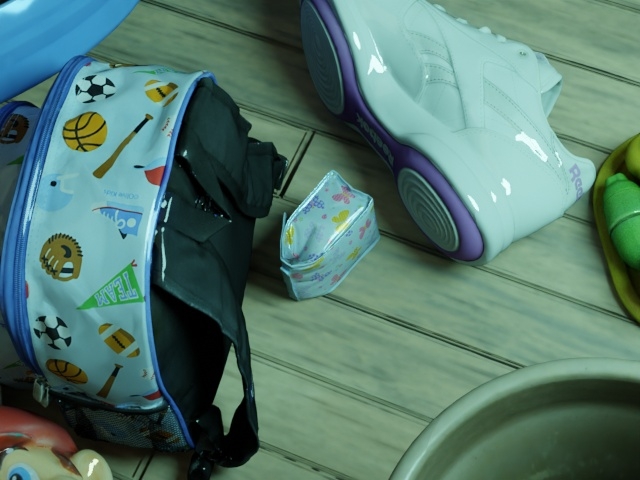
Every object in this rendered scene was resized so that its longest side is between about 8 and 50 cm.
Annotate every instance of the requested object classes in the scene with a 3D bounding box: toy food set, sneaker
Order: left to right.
[{"bbox_3d":[0.089,-0.121,1.331,0.152,0.114,0.305,-25,67,-18],"label":"sneaker"},{"bbox_3d":[0.271,-0.001,1.249,0.128,0.071,0.218,-14,64,3],"label":"toy food set"}]

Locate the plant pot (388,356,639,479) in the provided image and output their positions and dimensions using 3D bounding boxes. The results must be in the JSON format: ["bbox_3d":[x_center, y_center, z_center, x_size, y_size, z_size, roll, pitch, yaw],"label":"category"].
[{"bbox_3d":[0.170,0.231,1.069,0.263,0.229,0.263,-3,65,7],"label":"plant pot"}]

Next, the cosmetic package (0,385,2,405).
[{"bbox_3d":[-0.293,0.044,1.300,0.098,0.060,0.239,-2,68,-15],"label":"cosmetic package"}]

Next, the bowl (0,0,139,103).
[{"bbox_3d":[-0.309,-0.195,1.326,0.391,0.077,0.391,-12,34,8],"label":"bowl"}]

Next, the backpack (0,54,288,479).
[{"bbox_3d":[-0.136,-0.002,1.201,0.213,0.263,0.277,5,66,1],"label":"backpack"}]

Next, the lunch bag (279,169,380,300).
[{"bbox_3d":[0.000,0.000,1.293,0.053,0.071,0.083,35,76,20],"label":"lunch bag"}]

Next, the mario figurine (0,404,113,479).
[{"bbox_3d":[-0.163,0.236,1.149,0.320,0.170,0.198,46,45,16],"label":"mario figurine"}]
